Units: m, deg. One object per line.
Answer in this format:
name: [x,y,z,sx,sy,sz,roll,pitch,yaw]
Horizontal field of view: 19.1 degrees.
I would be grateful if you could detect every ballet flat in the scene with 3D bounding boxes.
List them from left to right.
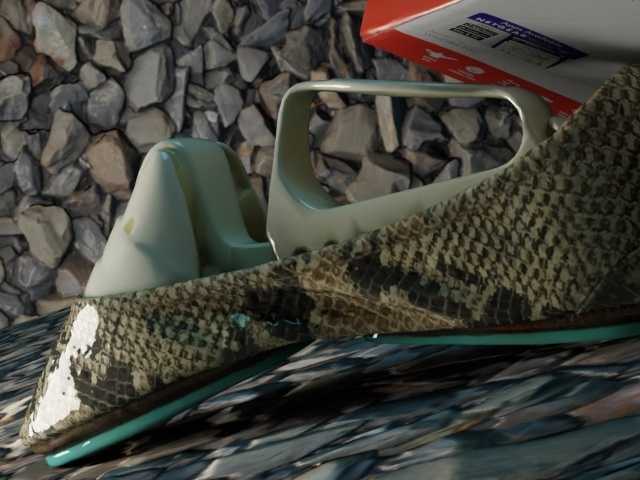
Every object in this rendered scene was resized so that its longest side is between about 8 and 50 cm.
ballet flat: [0.000,0.000,1.105,0.483,0.182,0.164,-16,8,32]

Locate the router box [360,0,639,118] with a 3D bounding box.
router box: [0.236,-0.111,1.024,0.335,0.082,0.301,20,-12,-21]
